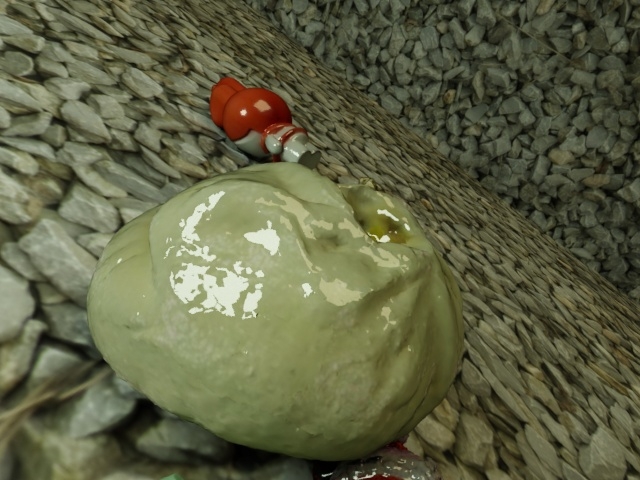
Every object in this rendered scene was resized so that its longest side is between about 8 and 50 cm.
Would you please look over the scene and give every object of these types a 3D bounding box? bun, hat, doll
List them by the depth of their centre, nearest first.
[{"bbox_3d":[-0.026,0.035,0.466,0.365,0.219,0.365,21,14,-6],"label":"bun"},{"bbox_3d":[0.060,0.234,0.471,0.140,0.128,0.227,15,7,7],"label":"hat"},{"bbox_3d":[-0.126,-0.240,0.943,0.290,0.129,0.161,40,29,19],"label":"doll"}]

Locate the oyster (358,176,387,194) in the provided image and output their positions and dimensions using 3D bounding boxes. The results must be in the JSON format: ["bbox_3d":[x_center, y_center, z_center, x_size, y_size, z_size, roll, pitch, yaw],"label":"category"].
[{"bbox_3d":[0.136,-0.008,0.872,0.260,0.092,0.198,43,9,-20],"label":"oyster"}]

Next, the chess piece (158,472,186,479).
[{"bbox_3d":[-0.107,0.214,0.234,0.298,0.176,0.175,30,22,-56],"label":"chess piece"}]
